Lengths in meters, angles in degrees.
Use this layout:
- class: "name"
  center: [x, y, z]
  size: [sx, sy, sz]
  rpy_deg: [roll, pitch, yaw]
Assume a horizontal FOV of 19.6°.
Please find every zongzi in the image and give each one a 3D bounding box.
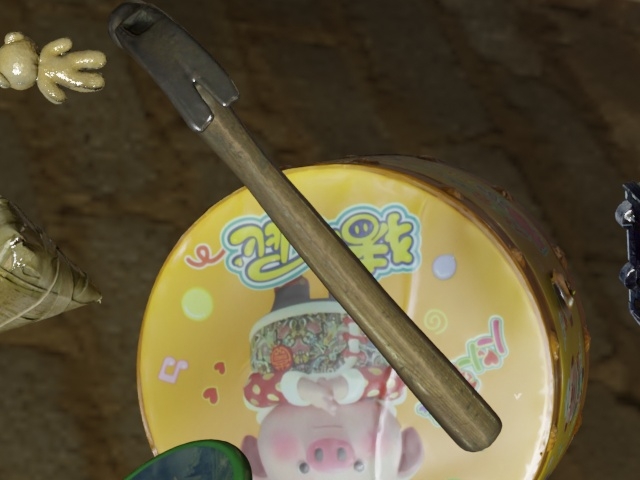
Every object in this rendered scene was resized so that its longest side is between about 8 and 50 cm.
- class: "zongzi"
  center: [-0.285, 0.069, 1.546]
  size: [0.081, 0.189, 0.178]
  rpy_deg: [49, 179, 32]

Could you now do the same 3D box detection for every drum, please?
- class: "drum"
  center: [0.047, 0.120, 1.801]
  size: [0.214, 0.431, 0.431]
  rpy_deg: [-15, -67, -72]

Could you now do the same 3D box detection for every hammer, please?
- class: "hammer"
  center: [0.000, 0.000, 1.377]
  size: [0.044, 0.440, 0.168]
  rpy_deg: [-41, 25, -2]

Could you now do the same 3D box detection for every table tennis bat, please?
- class: "table tennis bat"
  center: [-0.161, 0.239, 1.421]
  size: [0.257, 0.039, 0.160]
  rpy_deg: [-33, 29, 12]

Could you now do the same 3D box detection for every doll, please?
- class: "doll"
  center: [-0.242, -0.154, 1.652]
  size: [0.051, 0.093, 0.062]
  rpy_deg: [18, -102, -73]

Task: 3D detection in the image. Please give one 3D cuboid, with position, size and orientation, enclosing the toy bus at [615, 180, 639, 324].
- class: "toy bus"
  center: [0.250, 0.010, 1.271]
  size: [0.060, 0.075, 0.123]
  rpy_deg: [52, 160, 45]
